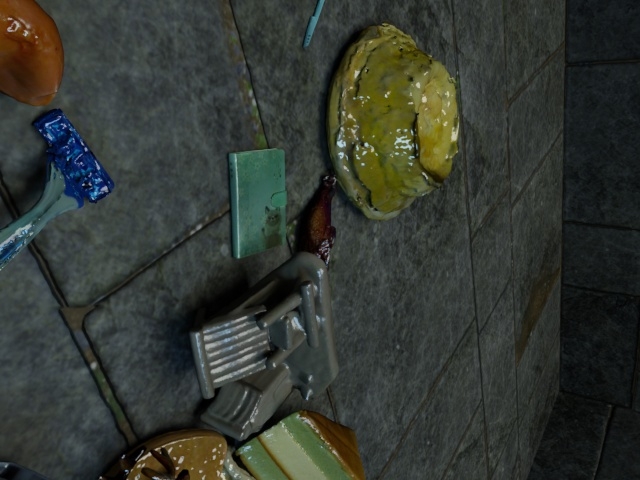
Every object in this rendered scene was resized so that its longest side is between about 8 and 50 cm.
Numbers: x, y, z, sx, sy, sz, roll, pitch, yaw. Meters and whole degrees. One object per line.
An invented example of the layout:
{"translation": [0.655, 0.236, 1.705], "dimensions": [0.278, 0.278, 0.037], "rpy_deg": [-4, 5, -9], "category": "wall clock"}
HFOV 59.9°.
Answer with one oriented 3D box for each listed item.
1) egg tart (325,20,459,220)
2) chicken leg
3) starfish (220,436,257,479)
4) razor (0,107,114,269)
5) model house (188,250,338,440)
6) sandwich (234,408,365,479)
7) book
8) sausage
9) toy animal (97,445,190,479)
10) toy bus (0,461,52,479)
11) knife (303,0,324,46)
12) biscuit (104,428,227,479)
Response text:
{"translation": [0.147, -0.195, 0.939], "dimensions": [0.345, 0.133, 0.344], "rpy_deg": [-14, 107, -55], "category": "egg tart"}
{"translation": [-0.001, 0.002, 0.838], "dimensions": [0.093, 0.053, 0.204], "rpy_deg": [-28, 130, -77], "category": "chicken leg"}
{"translation": [-0.132, 0.526, 0.739], "dimensions": [0.324, 0.083, 0.431], "rpy_deg": [-42, 123, -34], "category": "starfish"}
{"translation": [-0.284, 0.027, 0.425], "dimensions": [0.324, 0.056, 0.093], "rpy_deg": [-55, 140, -33], "category": "razor"}
{"translation": [-0.079, 0.140, 0.692], "dimensions": [0.188, 0.123, 0.229], "rpy_deg": [-31, 127, -44], "category": "model house"}
{"translation": [-0.031, 0.293, 0.812], "dimensions": [0.117, 0.144, 0.187], "rpy_deg": [-33, 112, 3], "category": "sandwich"}
{"translation": [-0.079, -0.052, 0.737], "dimensions": [0.103, 0.017, 0.134], "rpy_deg": [-18, 112, -52], "category": "book"}
{"translation": [-0.259, -0.165, 0.387], "dimensions": [0.179, 0.089, 0.089], "rpy_deg": [38, 67, -54], "category": "sausage"}
{"translation": [-0.162, 0.368, 0.582], "dimensions": [0.260, 0.087, 0.243], "rpy_deg": [48, 60, -39], "category": "toy animal"}
{"translation": [-0.303, 0.351, 0.434], "dimensions": [0.136, 0.109, 0.329], "rpy_deg": [13, 87, -67], "category": "toy bus"}
{"translation": [-0.009, -0.313, 0.789], "dimensions": [0.014, 0.005, 0.090], "rpy_deg": [33, 71, -55], "category": "knife"}
{"translation": [-0.193, 0.302, 0.625], "dimensions": [0.220, 0.029, 0.141], "rpy_deg": [-51, 126, -28], "category": "biscuit"}
